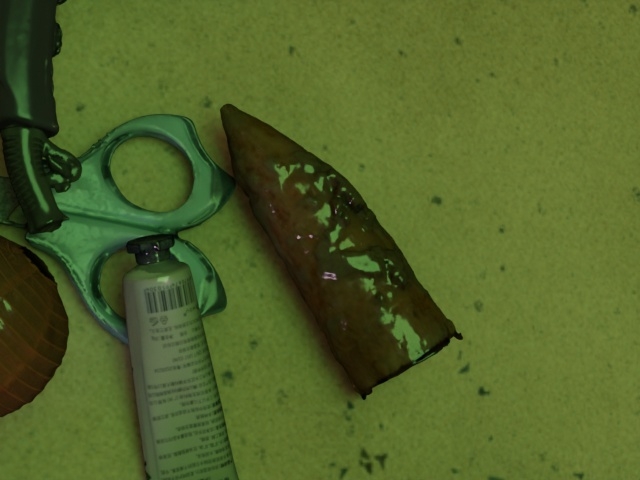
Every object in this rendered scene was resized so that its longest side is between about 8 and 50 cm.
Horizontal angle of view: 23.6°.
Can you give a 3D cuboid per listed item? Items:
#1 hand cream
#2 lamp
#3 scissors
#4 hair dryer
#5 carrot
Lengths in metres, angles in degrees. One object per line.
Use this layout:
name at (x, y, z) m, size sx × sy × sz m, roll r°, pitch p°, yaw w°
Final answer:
hand cream at (-0.107, 0.111, 1.156) m, size 0.080 × 0.050 × 0.234 m, roll -13°, pitch 100°, yaw -25°
lamp at (-0.241, 0.058, 1.065) m, size 0.136 × 0.136 × 0.136 m, roll 6°, pitch 76°, yaw -24°
scissors at (-0.232, -0.029, 1.144) m, size 0.360 × 0.029 × 0.191 m, roll 12°, pitch 76°, yaw -26°
hair dryer at (-0.177, -0.173, 1.166) m, size 0.301 × 0.121 × 0.361 m, roll 16°, pitch 73°, yaw -31°
carrot at (0.000, 0.000, 1.219) m, size 0.102 × 0.102 × 0.263 m, roll -38°, pitch 93°, yaw -27°
